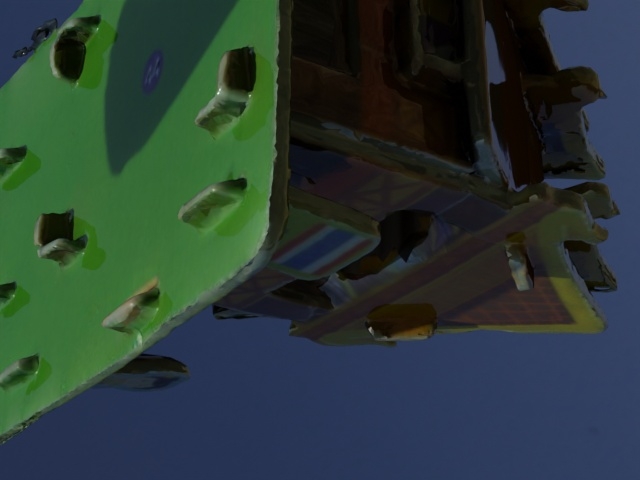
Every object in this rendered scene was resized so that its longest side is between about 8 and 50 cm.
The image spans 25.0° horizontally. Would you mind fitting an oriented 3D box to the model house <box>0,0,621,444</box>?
[{"bbox_3d":[0.000,0.000,0.776,0.313,0.357,0.242,19,-124,-30],"label":"model house"}]
